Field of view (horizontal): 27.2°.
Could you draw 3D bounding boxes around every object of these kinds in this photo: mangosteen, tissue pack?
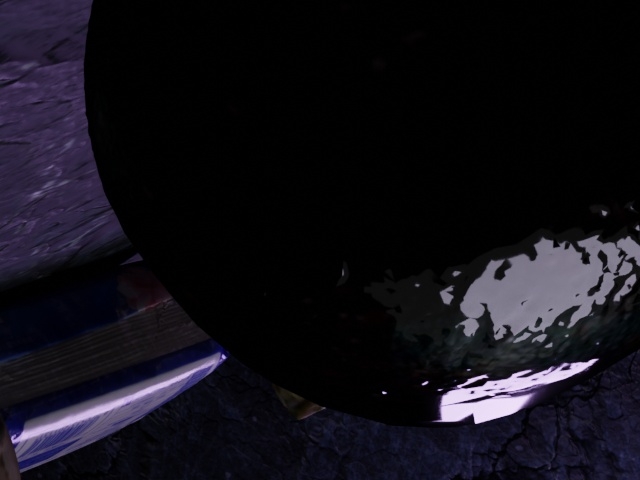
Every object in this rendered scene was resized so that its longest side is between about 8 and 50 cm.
[{"bbox_3d":[0.041,-0.065,0.385,0.242,0.243,0.243,-27,175,-2],"label":"mangosteen"},{"bbox_3d":[-0.243,0.116,1.143,0.209,0.137,0.269,-31,171,39],"label":"tissue pack"}]

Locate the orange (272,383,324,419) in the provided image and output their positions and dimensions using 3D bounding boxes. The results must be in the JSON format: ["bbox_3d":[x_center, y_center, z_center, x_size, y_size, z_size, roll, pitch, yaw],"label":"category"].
[{"bbox_3d":[0.075,0.016,1.338,0.368,0.210,0.271,-20,169,-47],"label":"orange"}]

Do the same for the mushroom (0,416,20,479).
[{"bbox_3d":[-0.272,0.196,0.664,0.292,0.293,0.290,-26,-142,-19],"label":"mushroom"}]
